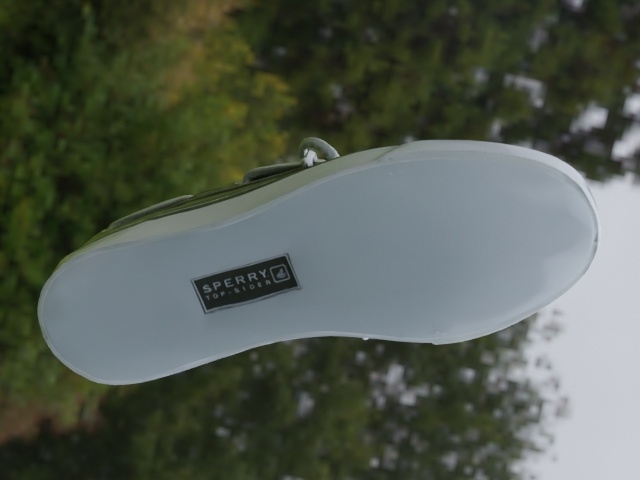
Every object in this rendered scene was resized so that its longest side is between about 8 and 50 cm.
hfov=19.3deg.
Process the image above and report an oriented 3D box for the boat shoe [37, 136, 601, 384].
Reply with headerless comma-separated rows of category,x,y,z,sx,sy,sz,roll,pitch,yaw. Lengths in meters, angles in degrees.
boat shoe,0.001,0.004,1.028,0.105,0.306,0.113,-68,139,-65
